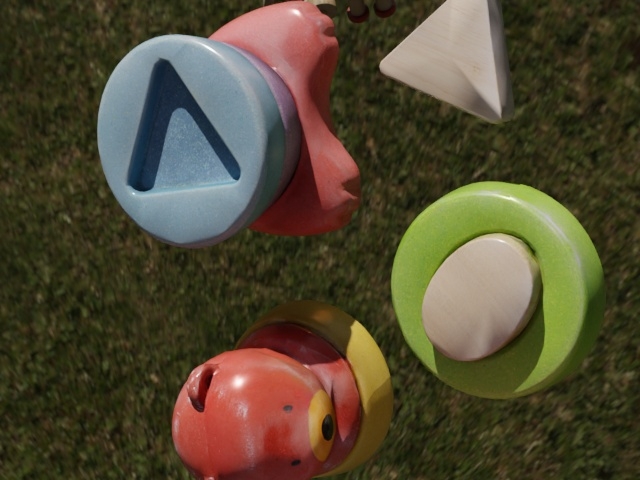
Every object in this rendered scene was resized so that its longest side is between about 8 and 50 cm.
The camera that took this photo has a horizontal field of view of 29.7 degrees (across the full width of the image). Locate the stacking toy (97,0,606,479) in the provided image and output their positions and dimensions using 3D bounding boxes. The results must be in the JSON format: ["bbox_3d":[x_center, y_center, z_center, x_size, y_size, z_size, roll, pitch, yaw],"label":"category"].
[{"bbox_3d":[0.000,0.000,0.718,0.279,0.130,0.309,-17,91,33],"label":"stacking toy"}]

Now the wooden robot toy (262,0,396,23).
[{"bbox_3d":[0.030,-0.254,1.120,0.173,0.076,0.079,-10,61,4],"label":"wooden robot toy"}]
